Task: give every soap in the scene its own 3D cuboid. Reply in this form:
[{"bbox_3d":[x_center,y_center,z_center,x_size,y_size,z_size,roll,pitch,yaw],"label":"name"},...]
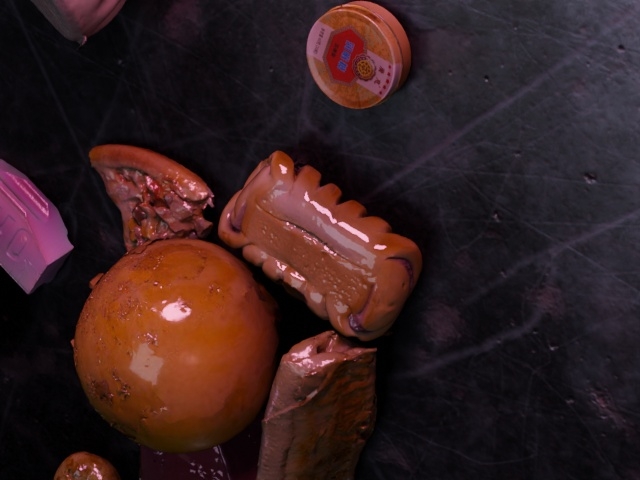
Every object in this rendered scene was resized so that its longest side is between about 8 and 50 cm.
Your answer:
[{"bbox_3d":[-0.375,-0.022,1.857,0.149,0.056,0.100,46,128,6],"label":"soap"},{"bbox_3d":[-0.121,0.307,1.810,0.182,0.112,0.289,21,125,29],"label":"soap"}]

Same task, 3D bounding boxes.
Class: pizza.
[{"bbox_3d":[-0.201,-0.012,1.743,0.185,0.052,0.195,21,124,29],"label":"pizza"}]

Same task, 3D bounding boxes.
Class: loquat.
[{"bbox_3d":[-0.153,0.110,1.639,0.235,0.235,0.235,16,121,28],"label":"loquat"}]

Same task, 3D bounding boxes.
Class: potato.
[{"bbox_3d":[-0.297,0.357,1.979,0.107,0.080,0.170,7,119,46],"label":"potato"}]

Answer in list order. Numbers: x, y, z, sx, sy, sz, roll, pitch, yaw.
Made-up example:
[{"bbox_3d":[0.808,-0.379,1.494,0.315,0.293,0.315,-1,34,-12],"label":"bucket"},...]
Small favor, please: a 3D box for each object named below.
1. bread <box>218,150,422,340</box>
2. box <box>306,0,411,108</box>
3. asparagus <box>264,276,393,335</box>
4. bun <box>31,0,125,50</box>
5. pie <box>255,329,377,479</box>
[{"bbox_3d":[0.000,0.000,1.586,0.225,0.081,0.134,39,124,15],"label":"bread"},{"bbox_3d":[0.038,-0.184,1.493,0.105,0.037,0.106,16,122,28],"label":"box"},{"bbox_3d":[0.009,0.068,1.647,0.165,0.030,0.036,25,101,25],"label":"asparagus"},{"bbox_3d":[-0.262,-0.350,1.547,0.263,0.175,0.263,50,171,10],"label":"bun"},{"bbox_3d":[-0.005,0.211,1.661,0.068,0.128,0.282,-120,28,-43],"label":"pie"}]
